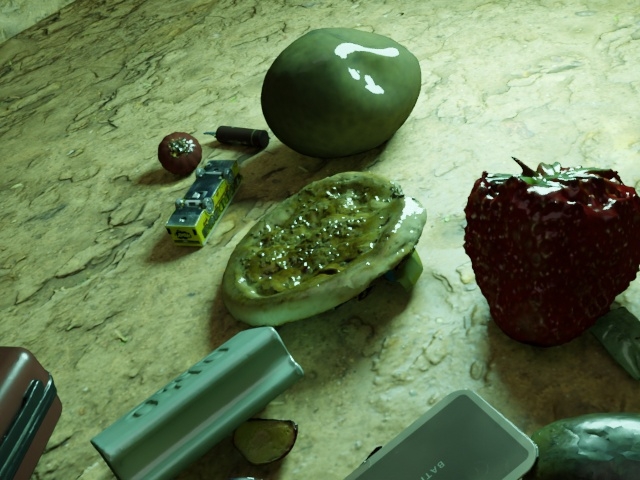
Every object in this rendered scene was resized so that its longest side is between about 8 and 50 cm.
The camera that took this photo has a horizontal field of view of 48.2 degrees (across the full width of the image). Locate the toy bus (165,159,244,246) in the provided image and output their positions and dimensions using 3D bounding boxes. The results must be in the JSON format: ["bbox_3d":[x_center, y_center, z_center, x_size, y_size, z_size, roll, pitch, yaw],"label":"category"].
[{"bbox_3d":[-0.231,-0.082,1.455,0.081,0.074,0.226,0,40,19],"label":"toy bus"}]

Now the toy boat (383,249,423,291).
[{"bbox_3d":[0.127,0.025,1.213,0.066,0.065,0.172,-37,29,16],"label":"toy boat"}]

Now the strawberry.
[{"bbox_3d":[0.338,0.006,1.066,0.261,0.257,0.261,-6,12,1],"label":"strawberry"}]

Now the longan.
[{"bbox_3d":[0.047,-0.307,1.504,0.350,0.288,0.288,-14,36,-18],"label":"longan"}]

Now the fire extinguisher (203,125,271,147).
[{"bbox_3d":[-0.194,-0.245,1.676,0.158,0.043,0.064,11,14,29],"label":"fire extinguisher"}]

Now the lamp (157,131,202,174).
[{"bbox_3d":[-0.318,-0.198,1.617,0.101,0.090,0.101,3,71,-8],"label":"lamp"}]

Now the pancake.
[{"bbox_3d":[0.001,0.001,1.231,0.382,0.071,0.382,-20,32,13],"label":"pancake"}]

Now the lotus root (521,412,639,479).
[{"bbox_3d":[0.354,0.261,0.760,0.275,0.152,0.160,0,43,22],"label":"lotus root"}]

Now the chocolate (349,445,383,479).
[{"bbox_3d":[0.044,0.332,0.873,0.086,0.028,0.182,25,52,39],"label":"chocolate"}]

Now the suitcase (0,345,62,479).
[{"bbox_3d":[-0.522,0.294,0.998,0.236,0.161,0.297,-3,38,13],"label":"suitcase"}]

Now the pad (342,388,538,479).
[{"bbox_3d":[0.109,0.284,0.824,0.266,0.002,0.176,-37,25,-7],"label":"pad"}]

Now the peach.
[{"bbox_3d":[-0.073,0.268,0.974,0.083,0.050,0.077,-38,66,-14],"label":"peach"}]

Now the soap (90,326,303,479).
[{"bbox_3d":[-0.169,0.227,0.973,0.265,0.087,0.160,-35,5,-24],"label":"soap"}]

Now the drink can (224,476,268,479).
[{"bbox_3d":[-0.091,0.388,0.792,0.097,0.097,0.235,-11,38,5],"label":"drink can"}]

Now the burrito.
[{"bbox_3d":[0.428,0.142,0.981,0.074,0.044,0.118,-16,33,-8],"label":"burrito"}]
